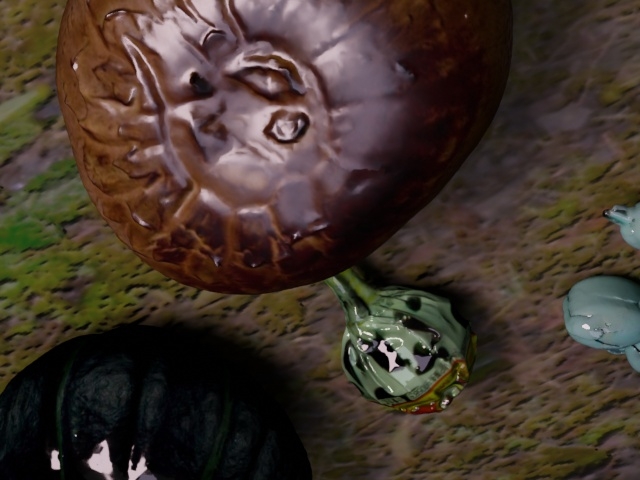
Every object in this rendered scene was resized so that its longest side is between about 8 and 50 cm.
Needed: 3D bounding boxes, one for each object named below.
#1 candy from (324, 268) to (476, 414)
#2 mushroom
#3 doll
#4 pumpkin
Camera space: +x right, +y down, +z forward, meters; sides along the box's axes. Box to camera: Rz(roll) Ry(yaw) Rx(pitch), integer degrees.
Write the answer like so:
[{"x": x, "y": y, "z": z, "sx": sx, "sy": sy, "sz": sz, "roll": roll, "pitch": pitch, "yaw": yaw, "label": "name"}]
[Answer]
[{"x": 0.000, "y": 0.000, "z": 1.280, "sx": 0.091, "sy": 0.083, "sz": 0.305, "roll": -28, "pitch": 113, "yaw": 26, "label": "candy"}, {"x": -0.019, "y": -0.095, "z": 1.136, "sx": 0.278, "sy": 0.163, "sz": 0.297, "roll": 29, "pitch": 116, "yaw": -19, "label": "mushroom"}, {"x": 0.242, "y": 0.030, "z": 1.282, "sx": 0.158, "sy": 0.059, "sz": 0.159, "roll": -10, "pitch": 128, "yaw": 10, "label": "doll"}, {"x": -0.135, "y": 0.200, "z": 1.331, "sx": 0.248, "sy": 0.248, "sz": 0.248, "roll": 2, "pitch": 128, "yaw": 3, "label": "pumpkin"}]
